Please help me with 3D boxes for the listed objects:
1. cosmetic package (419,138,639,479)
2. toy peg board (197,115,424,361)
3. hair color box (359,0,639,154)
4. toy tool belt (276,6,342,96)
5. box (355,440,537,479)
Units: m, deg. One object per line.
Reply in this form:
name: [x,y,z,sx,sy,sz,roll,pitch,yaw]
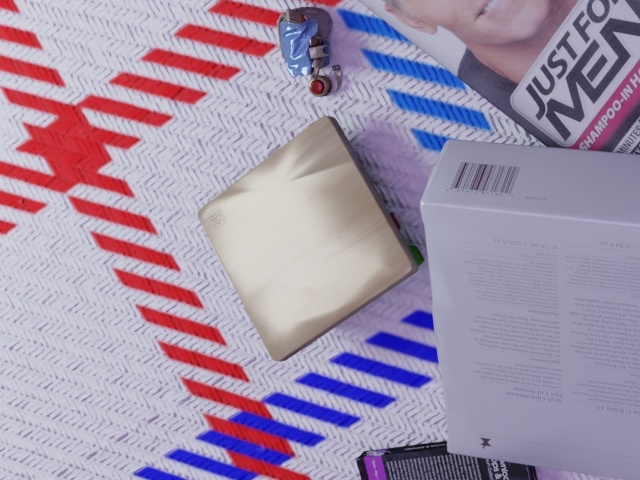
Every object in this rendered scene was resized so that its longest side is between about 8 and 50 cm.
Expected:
cosmetic package: [0.281,0.071,1.205,0.377,0.097,0.284,7,130,18]
toy peg board: [0.000,0.000,1.372,0.161,0.079,0.160,-35,73,23]
hair color box: [0.168,-0.206,1.220,0.347,0.105,0.174,39,124,8]
toy tool belt: [-0.014,-0.165,1.340,0.052,0.051,0.083,-8,100,21]
box: [0.123,0.241,1.397,0.162,0.029,0.116,-9,100,23]
